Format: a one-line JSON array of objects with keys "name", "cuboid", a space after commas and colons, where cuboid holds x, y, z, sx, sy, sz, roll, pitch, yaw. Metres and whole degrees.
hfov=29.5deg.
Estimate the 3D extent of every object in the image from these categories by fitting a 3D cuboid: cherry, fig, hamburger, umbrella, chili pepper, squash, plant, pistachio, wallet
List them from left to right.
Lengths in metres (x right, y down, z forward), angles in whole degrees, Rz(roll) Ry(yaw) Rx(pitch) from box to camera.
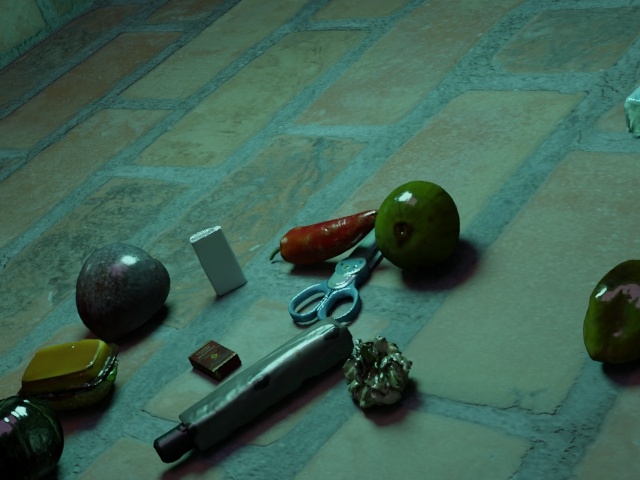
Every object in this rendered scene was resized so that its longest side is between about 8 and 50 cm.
[{"name": "squash", "cuboid": [-0.490, 0.316, 1.855, 0.193, 0.155, 0.193, 2, 19, -1]}, {"name": "hamburger", "cuboid": [-0.406, 0.224, 2.010, 0.166, 0.087, 0.137, -10, 31, 20]}, {"name": "cherry", "cuboid": [-0.359, 0.086, 2.152, 0.176, 0.140, 0.176, -11, 44, 11]}, {"name": "wallet", "cuboid": [-0.178, 0.035, 2.124, 0.061, 0.122, 0.025, -24, 29, -1]}, {"name": "umbrella", "cuboid": [-0.098, 0.224, 1.810, 0.337, 0.067, 0.073, -33, 17, -16]}, {"name": "chili pepper", "cuboid": [0.000, 0.000, 2.082, 0.272, 0.071, 0.063, -17, -10, 43]}, {"name": "plant", "cuboid": [0.068, 0.176, 1.727, 0.117, 0.122, 0.104, 19, 60, 41]}, {"name": "fig", "cuboid": [0.171, -0.017, 1.987, 0.148, 0.186, 0.142, -26, 67, 37]}, {"name": "pistachio", "cuboid": [0.426, 0.089, 1.626, 0.189, 0.100, 0.110, -36, 27, -25]}]

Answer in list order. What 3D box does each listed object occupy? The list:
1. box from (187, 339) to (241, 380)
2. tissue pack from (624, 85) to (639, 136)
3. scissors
[{"name": "box", "cuboid": [-0.171, 0.193, 1.960, 0.051, 0.023, 0.082, -38, 32, -23]}, {"name": "tissue pack", "cuboid": [0.659, -0.270, 2.070, 0.177, 0.089, 0.263, 16, 48, 46]}, {"name": "scissors", "cuboid": [0.052, 0.053, 2.026, 0.125, 0.030, 0.256, 6, 42, 38]}]
